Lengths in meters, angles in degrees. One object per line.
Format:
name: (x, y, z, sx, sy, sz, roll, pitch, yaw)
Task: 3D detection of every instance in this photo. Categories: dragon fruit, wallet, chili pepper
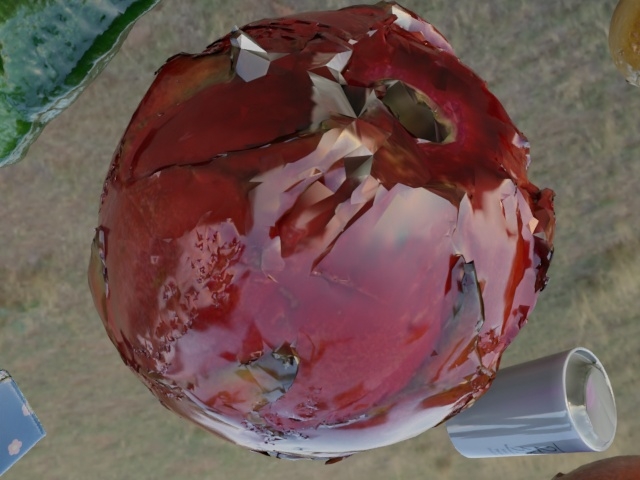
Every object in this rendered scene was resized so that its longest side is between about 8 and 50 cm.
dragon fruit: (0.000, 0.000, 0.632, 0.295, 0.296, 0.302, 0, 146, -31)
wallet: (-0.427, 0.248, 1.111, 0.059, 0.202, 0.141, 12, 134, 39)
chili pepper: (-0.200, -0.144, 0.671, 0.270, 0.136, 0.099, -42, 153, 7)

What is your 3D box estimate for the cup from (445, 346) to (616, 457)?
cup: (0.166, 0.133, 0.721, 0.116, 0.074, 0.104, -20, 135, 39)

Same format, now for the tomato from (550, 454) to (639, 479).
tomato: (0.253, 0.275, 0.745, 0.184, 0.208, 0.208, 15, 156, -1)

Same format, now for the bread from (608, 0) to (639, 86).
bread: (0.319, -0.198, 0.774, 0.077, 0.114, 0.189, -9, 150, -51)
